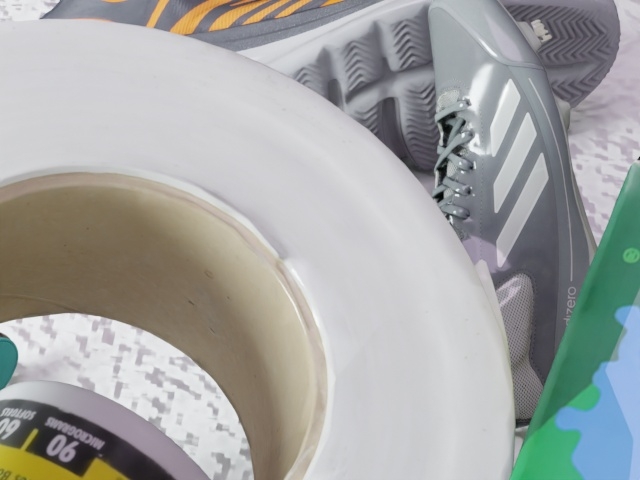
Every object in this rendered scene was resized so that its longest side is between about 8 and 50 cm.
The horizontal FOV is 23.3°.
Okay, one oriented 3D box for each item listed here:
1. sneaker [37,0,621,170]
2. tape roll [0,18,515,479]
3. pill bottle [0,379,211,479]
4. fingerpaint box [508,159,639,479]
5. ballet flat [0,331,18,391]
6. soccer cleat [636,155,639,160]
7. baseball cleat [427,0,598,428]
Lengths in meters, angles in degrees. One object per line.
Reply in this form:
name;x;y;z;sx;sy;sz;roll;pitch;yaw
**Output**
sneaker;-0.010;-0.128;0.841;0.321;0.124;0.180;-10;49;-3
tape roll;-0.079;0.062;0.540;0.286;0.100;0.286;8;56;-12
pill bottle;-0.132;0.166;0.592;0.119;0.119;0.208;17;52;20
fingerpaint box;0.239;0.217;0.424;0.445;0.163;0.371;17;67;19
ballet flat;-0.190;0.083;0.728;0.041;0.041;0.114;21;52;22
soccer cleat;0.190;0.056;0.657;0.093;0.121;0.289;-8;48;-2
baseball cleat;0.072;-0.016;0.709;0.109;0.072;0.206;-20;85;-16
